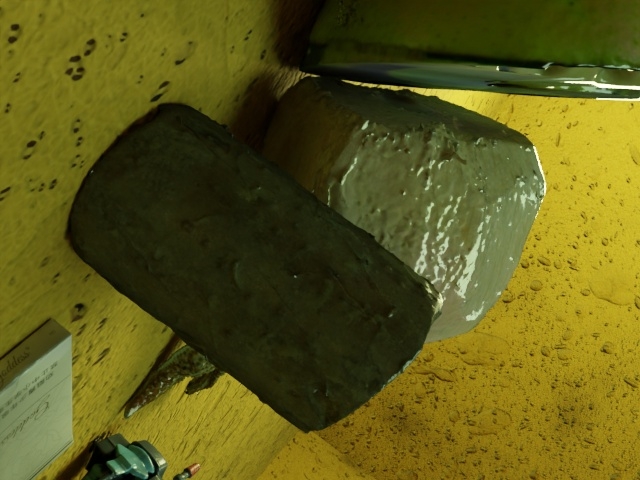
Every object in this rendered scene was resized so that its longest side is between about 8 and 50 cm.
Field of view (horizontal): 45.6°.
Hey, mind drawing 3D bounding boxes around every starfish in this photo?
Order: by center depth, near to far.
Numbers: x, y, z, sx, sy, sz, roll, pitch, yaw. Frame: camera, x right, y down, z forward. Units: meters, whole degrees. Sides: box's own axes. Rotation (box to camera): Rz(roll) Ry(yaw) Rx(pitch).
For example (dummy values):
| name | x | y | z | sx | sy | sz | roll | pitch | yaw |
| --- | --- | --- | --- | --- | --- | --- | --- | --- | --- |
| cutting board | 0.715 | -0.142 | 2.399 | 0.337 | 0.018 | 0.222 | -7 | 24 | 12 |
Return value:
| name | x | y | z | sx | sy | sz | roll | pitch | yaw |
| --- | --- | --- | --- | --- | --- | --- | --- | --- | --- |
| starfish | -0.124 | 0.096 | 0.966 | 0.347 | 0.078 | 0.358 | -52 | 168 | -3 |

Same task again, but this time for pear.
| name | x | y | z | sx | sy | sz | roll | pitch | yaw |
| --- | --- | --- | --- | --- | --- | --- | --- | --- | --- |
| pear | 0.184 | -0.231 | 0.718 | 0.399 | 0.398 | 0.165 | -21 | 117 | -70 |

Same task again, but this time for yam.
| name | x | y | z | sx | sy | sz | roll | pitch | yaw |
| --- | --- | --- | --- | --- | --- | --- | --- | --- | --- |
| yam | -0.053 | 0.025 | 0.611 | 0.161 | 0.268 | 0.161 | -53 | 179 | -1 |

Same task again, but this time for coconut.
| name | x | y | z | sx | sy | sz | roll | pitch | yaw |
| --- | --- | --- | --- | --- | --- | --- | --- | --- | --- |
| coconut | 0.069 | -0.026 | 0.815 | 0.297 | 0.297 | 0.255 | -29 | 140 | -66 |

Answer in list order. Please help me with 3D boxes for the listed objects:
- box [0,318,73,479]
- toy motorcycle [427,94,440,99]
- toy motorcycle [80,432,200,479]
| name | x | y | z | sx | sy | sz | roll | pitch | yaw |
| --- | --- | --- | --- | --- | --- | --- | --- | --- | --- |
| box | -0.264 | 0.162 | 0.664 | 0.109 | 0.029 | 0.198 | -46 | 164 | -41 |
| toy motorcycle | 0.134 | -0.102 | 1.375 | 0.341 | 0.107 | 0.223 | -61 | 168 | 12 |
| toy motorcycle | -0.270 | 0.359 | 0.976 | 0.182 | 0.123 | 0.272 | -18 | 143 | -55 |
